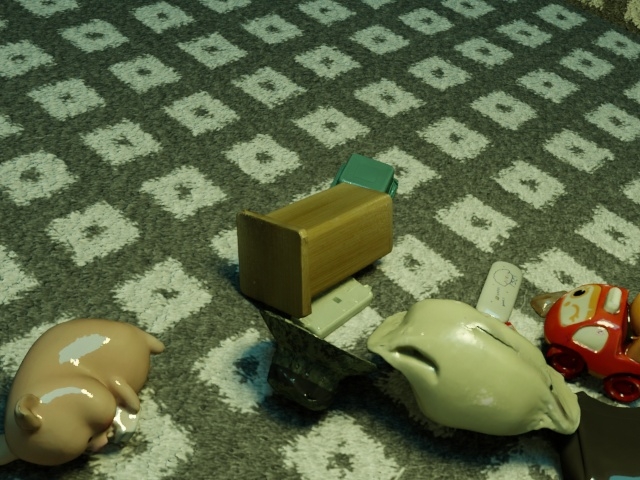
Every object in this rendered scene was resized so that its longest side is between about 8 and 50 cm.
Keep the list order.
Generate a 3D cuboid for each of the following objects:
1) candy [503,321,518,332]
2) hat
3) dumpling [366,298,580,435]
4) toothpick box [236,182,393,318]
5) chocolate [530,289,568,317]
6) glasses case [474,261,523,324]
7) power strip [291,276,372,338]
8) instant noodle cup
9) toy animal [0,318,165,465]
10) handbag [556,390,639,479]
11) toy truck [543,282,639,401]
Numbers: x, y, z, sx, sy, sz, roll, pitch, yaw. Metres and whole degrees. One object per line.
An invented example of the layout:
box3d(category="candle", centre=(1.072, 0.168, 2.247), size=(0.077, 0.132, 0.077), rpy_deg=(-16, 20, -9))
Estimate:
box3d(category="candy", centre=(0.386, 0.224, 1.573), size=(0.062, 0.038, 0.122), rpy_deg=(-9, 45, -21))
box3d(category="hat", centre=(-0.023, 0.230, 1.402), size=(0.266, 0.265, 0.128), rpy_deg=(22, 78, 13))
box3d(category="dumpling", centre=(0.288, 0.210, 1.426), size=(0.395, 0.233, 0.315), rpy_deg=(20, 26, 6))
box3d(category="toothpick box", centre=(0.000, 0.000, 1.626), size=(0.187, 0.190, 0.308), rpy_deg=(17, 30, 39))
box3d(category="chocolate", centre=(0.512, 0.132, 1.708), size=(0.101, 0.031, 0.064), rpy_deg=(-6, 39, -15))
box3d(category="glasses case", centre=(0.386, 0.115, 1.687), size=(0.076, 0.049, 0.197), rpy_deg=(21, 42, 13))
box3d(category="power strip", centre=(0.025, 0.135, 1.605), size=(0.081, 0.035, 0.192), rpy_deg=(35, 47, 27))
box3d(category="instant noodle cup", centre=(0.109, -0.142, 1.911), size=(0.157, 0.070, 0.179), rpy_deg=(18, 41, 7))
box3d(category="toy animal", centre=(-0.399, 0.256, 1.287), size=(0.213, 0.195, 0.256), rpy_deg=(28, 39, -17))
box3d(category="handbag", centre=(0.563, 0.378, 1.380), size=(0.286, 0.113, 0.257), rpy_deg=(1, 35, 1))
box3d(category="toy truck", centre=(0.586, 0.164, 1.528), size=(0.265, 0.239, 0.189), rpy_deg=(21, 42, 13))
